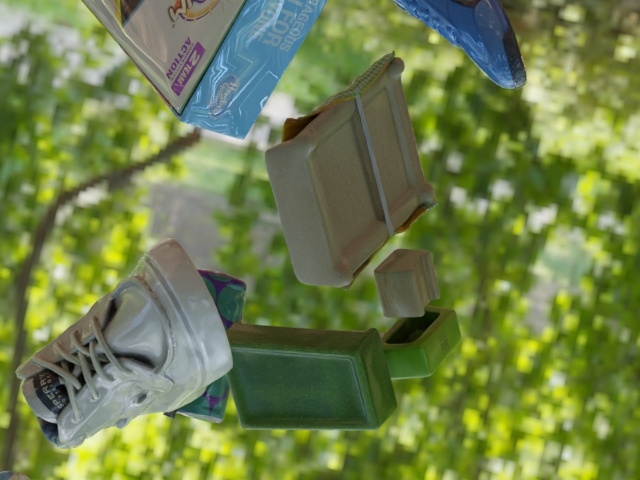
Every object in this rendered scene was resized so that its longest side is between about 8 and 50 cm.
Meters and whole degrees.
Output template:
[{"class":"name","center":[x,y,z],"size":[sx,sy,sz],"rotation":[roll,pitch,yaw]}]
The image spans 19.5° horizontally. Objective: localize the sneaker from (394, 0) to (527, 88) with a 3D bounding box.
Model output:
[{"class":"sneaker","center":[0.095,-0.195,1.511],"size":[0.082,0.209,0.069],"rotation":[-27,155,-5]}]

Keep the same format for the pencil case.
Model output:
[{"class":"pencil case","center":[-0.118,0.105,1.867],"size":[0.070,0.152,0.064],"rotation":[11,179,23]}]

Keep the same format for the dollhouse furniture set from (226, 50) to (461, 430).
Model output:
[{"class":"dollhouse furniture set","center":[0.000,0.000,1.720],"size":[0.151,0.302,0.197],"rotation":[0,-154,32]}]

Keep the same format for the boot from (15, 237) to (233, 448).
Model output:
[{"class":"boot","center":[-0.138,0.085,1.248],"size":[0.123,0.095,0.258],"rotation":[-27,166,-16]}]

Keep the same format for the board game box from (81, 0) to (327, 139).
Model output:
[{"class":"board game box","center":[-0.093,-0.259,1.387],"size":[0.064,0.242,0.316],"rotation":[15,-155,-42]}]

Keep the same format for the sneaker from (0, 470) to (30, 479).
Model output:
[{"class":"sneaker","center":[-0.113,0.215,0.950],"size":[0.237,0.086,0.085],"rotation":[44,-172,16]}]
